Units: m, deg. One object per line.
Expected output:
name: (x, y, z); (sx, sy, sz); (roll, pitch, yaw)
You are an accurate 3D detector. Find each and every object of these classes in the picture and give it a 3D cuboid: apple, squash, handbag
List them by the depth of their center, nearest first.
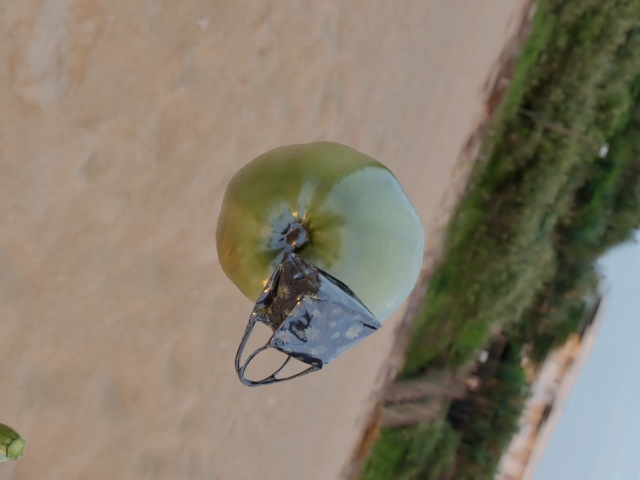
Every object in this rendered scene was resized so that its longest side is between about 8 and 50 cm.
handbag: (-0.030, 0.089, 1.374); (0.139, 0.072, 0.115); (-45, 140, 13)
squash: (-0.421, 0.237, 1.651); (0.066, 0.201, 0.066); (7, 81, -56)
apple: (0.000, 0.000, 1.790); (0.279, 0.279, 0.279); (20, 90, -86)
